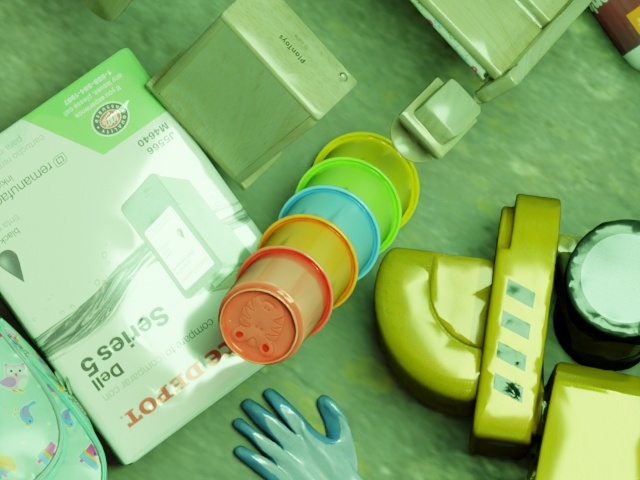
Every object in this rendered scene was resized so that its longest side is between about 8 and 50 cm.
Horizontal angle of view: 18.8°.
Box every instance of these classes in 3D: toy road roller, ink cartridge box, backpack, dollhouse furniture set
[{"bbox_3d":[0.152,0.126,1.548,0.241,0.202,0.329,8,79,6],"label":"toy road roller"},{"bbox_3d":[-0.156,0.017,1.551,0.198,0.115,0.273,-36,90,-9],"label":"ink cartridge box"},{"bbox_3d":[-0.252,0.162,1.451,0.166,0.144,0.188,-41,92,-16],"label":"backpack"},{"bbox_3d":[0.030,-0.225,1.514,0.303,0.174,0.355,47,62,-5],"label":"dollhouse furniture set"}]

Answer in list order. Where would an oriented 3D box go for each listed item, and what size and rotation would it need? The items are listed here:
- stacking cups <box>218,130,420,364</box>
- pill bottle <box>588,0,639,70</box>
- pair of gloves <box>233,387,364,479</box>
[{"bbox_3d":[0.000,0.000,1.471,0.096,0.316,0.096,4,108,13],"label":"stacking cups"},{"bbox_3d":[0.283,-0.219,1.626,0.121,0.121,0.221,-36,90,-9],"label":"pill bottle"},{"bbox_3d":[-0.035,0.223,1.597,0.159,0.023,0.198,40,82,-3],"label":"pair of gloves"}]
